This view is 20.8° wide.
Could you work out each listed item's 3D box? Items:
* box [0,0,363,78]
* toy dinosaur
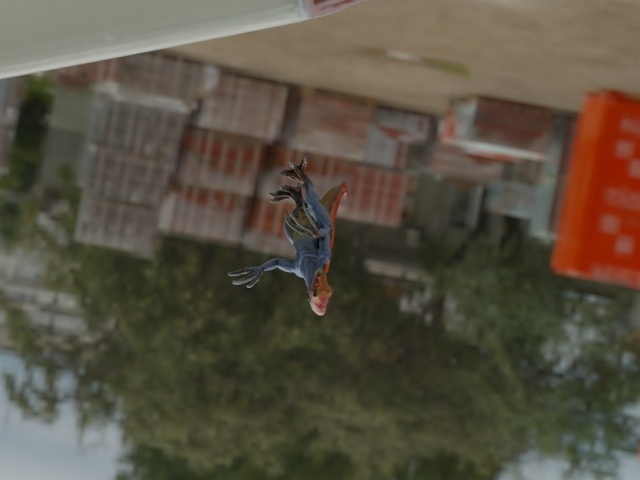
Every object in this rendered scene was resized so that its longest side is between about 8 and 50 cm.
[{"bbox_3d":[-0.147,-0.096,0.481,0.311,0.121,0.148,-9,-171,11],"label":"box"},{"bbox_3d":[0.000,0.000,0.871,0.090,0.082,0.047,-5,150,-35],"label":"toy dinosaur"}]
